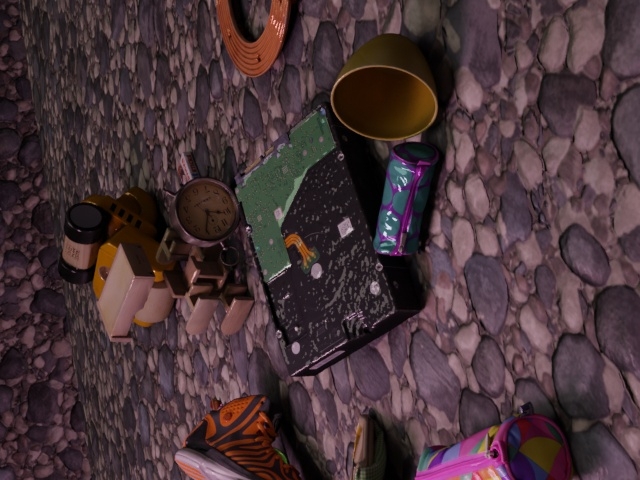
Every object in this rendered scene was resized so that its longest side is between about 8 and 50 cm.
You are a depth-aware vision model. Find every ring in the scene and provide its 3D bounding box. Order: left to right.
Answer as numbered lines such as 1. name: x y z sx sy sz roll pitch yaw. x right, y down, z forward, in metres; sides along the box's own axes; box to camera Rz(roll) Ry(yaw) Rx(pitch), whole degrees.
1. ring: -0.111 -0.448 1.789 0.337 0.032 0.336 172 90 -65

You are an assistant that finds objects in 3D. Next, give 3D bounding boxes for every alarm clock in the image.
1. alarm clock: -0.212 -0.036 2.002 0.192 0.129 0.064 59 154 2

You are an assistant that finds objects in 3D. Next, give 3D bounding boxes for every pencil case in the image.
1. pencil case: 0.111 -0.052 1.369 0.070 0.065 0.151 -106 21 -57
2. pencil case: 0.195 0.266 1.231 0.236 0.104 0.104 132 127 -59

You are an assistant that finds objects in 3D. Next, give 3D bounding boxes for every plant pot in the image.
1. plant pot: 0.086 -0.207 1.335 0.134 0.134 0.095 122 163 -53

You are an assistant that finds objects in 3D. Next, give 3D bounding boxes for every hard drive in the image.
1. hard drive: 0.000 0.000 1.534 0.237 0.064 0.338 -37 62 37

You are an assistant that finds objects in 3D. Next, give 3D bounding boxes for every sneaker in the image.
1. sneaker: -0.090 0.370 1.835 0.321 0.180 0.124 19 149 28

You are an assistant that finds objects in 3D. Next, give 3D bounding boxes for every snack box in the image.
1. snack box: -0.264 -0.101 2.207 0.178 0.022 0.064 67 149 33

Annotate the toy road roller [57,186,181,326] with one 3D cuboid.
1. toy road roller: -0.441 0.016 2.470 0.330 0.240 0.202 33 136 11

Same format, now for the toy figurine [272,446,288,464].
1. toy figurine: -0.113 0.488 1.950 0.159 0.130 0.173 111 167 -60

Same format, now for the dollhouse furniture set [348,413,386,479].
1. dollhouse furniture set: 0.106 0.414 1.493 0.301 0.151 0.197 -81 3 -68

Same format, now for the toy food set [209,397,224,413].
1. toy food set: -0.213 0.373 2.223 0.122 0.019 0.077 -129 40 -61

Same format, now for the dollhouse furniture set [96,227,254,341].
1. dollhouse furniture set: -0.286 0.102 2.037 0.212 0.242 0.161 58 132 42
